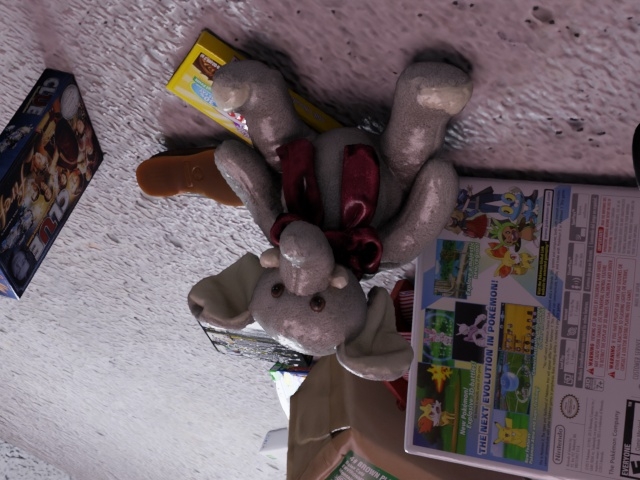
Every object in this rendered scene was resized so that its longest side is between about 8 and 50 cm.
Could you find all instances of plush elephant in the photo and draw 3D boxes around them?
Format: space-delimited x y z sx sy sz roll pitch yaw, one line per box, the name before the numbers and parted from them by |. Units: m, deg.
plush elephant | 0.000 0.000 0.903 0.271 0.255 0.330 8 138 11

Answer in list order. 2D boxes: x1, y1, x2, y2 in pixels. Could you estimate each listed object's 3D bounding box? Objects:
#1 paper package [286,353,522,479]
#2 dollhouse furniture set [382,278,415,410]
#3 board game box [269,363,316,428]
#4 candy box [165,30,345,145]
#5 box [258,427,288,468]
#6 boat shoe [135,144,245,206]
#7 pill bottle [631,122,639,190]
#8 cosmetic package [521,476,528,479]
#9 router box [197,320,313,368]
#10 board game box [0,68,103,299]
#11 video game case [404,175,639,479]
paper package | 0.126 0.320 1.288 0.324 0.309 0.168 31 108 -13
dollhouse furniture set | 0.251 0.214 1.187 0.201 0.152 0.374 -10 130 40
board game box | -0.004 0.312 1.543 0.136 0.035 0.201 -2 115 34
candy box | -0.071 -0.149 0.994 0.206 0.027 0.105 33 150 -15
box | 0.052 0.452 1.776 0.232 0.058 0.322 37 146 -22
boat shoe | -0.133 -0.087 1.089 0.207 0.073 0.073 8 108 28
pill bottle | 0.387 -0.083 0.726 0.219 0.123 0.123 -12 134 43
cosmetic package | 0.241 0.452 1.592 0.296 0.129 0.153 36 147 -21
router box | -0.110 0.150 1.436 0.178 0.046 0.133 6 144 24
board game box | -0.361 -0.070 1.081 0.042 0.243 0.165 14 147 11
video game case | 0.247 0.100 0.950 0.299 0.329 0.036 6 -173 24
